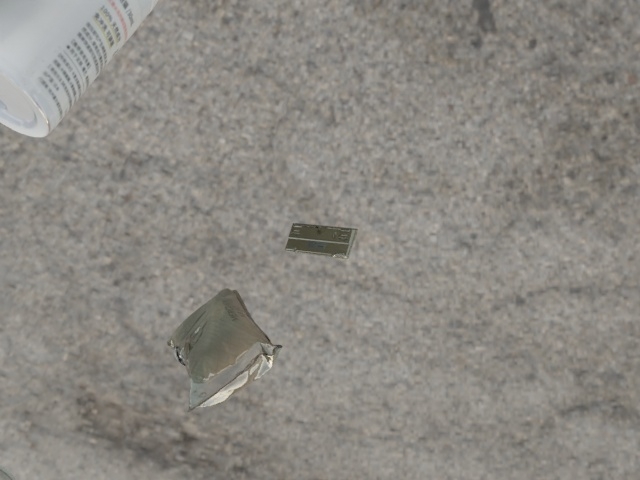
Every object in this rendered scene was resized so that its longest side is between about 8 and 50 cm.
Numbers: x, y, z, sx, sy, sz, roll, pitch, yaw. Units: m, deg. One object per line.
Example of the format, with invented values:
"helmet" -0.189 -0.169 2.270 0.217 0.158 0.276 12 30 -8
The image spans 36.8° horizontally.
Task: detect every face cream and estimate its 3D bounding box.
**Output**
"face cream" -0.257 -0.298 1.088 0.145 0.369 0.145 26 156 12

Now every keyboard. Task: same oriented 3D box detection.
"keyboard" 0.000 0.000 1.453 0.129 0.049 0.015 6 166 42

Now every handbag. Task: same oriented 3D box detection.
"handbag" -0.175 0.183 1.629 0.182 0.270 0.117 -36 117 -6

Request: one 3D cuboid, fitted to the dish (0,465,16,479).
"dish" -0.546 0.398 1.549 0.191 0.066 0.190 13 139 12
